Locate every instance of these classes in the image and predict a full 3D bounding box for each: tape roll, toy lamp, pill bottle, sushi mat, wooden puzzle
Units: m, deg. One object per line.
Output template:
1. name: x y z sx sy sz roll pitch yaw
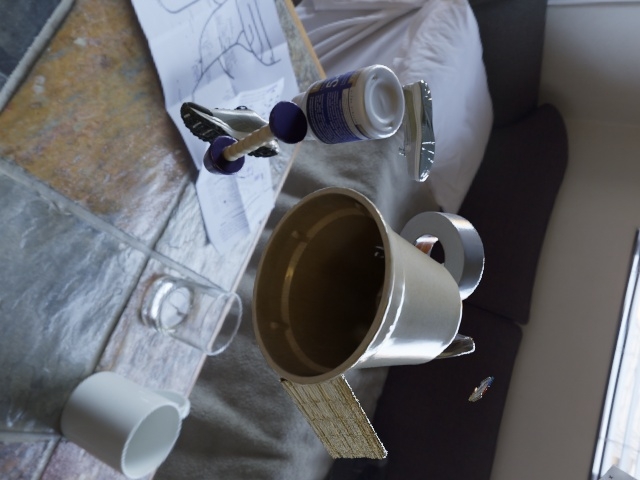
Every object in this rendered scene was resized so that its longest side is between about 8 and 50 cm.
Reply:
1. tape roll: 0.279 0.042 1.118 0.072 0.219 0.219 4 100 -33
2. toy lamp: -0.131 -0.172 0.843 0.080 0.274 0.080 6 81 -40
3. pill bottle: 0.035 -0.219 0.783 0.112 0.186 0.112 -4 96 -44
4. sushi mat: 0.034 0.413 1.082 0.317 0.151 0.019 63 28 -30
5. wooden puzzle: 0.492 0.456 1.423 0.078 0.014 0.116 -50 166 -23

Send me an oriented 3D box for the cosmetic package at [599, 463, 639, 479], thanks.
1. cosmetic package: 0.698 0.752 1.091 0.377 0.097 0.284 -44 -173 -6

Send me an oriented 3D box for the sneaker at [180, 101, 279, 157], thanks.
1. sneaker: -0.221 -0.290 1.165 0.271 0.100 0.108 13 76 -40

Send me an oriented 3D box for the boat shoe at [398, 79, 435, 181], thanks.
1. boat shoe: 0.297 -0.345 1.492 0.118 0.103 0.321 -1 89 -55

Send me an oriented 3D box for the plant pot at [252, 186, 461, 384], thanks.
1. plant pot: 0.094 0.106 0.877 0.305 0.333 0.334 20 83 -40

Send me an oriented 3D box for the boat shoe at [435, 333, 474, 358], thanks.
1. boat shoe: 0.348 0.309 1.533 0.132 0.355 0.130 -4 86 -30

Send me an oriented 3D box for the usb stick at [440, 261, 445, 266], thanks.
1. usb stick: 0.392 0.117 1.613 0.278 0.077 0.045 -19 81 -32
